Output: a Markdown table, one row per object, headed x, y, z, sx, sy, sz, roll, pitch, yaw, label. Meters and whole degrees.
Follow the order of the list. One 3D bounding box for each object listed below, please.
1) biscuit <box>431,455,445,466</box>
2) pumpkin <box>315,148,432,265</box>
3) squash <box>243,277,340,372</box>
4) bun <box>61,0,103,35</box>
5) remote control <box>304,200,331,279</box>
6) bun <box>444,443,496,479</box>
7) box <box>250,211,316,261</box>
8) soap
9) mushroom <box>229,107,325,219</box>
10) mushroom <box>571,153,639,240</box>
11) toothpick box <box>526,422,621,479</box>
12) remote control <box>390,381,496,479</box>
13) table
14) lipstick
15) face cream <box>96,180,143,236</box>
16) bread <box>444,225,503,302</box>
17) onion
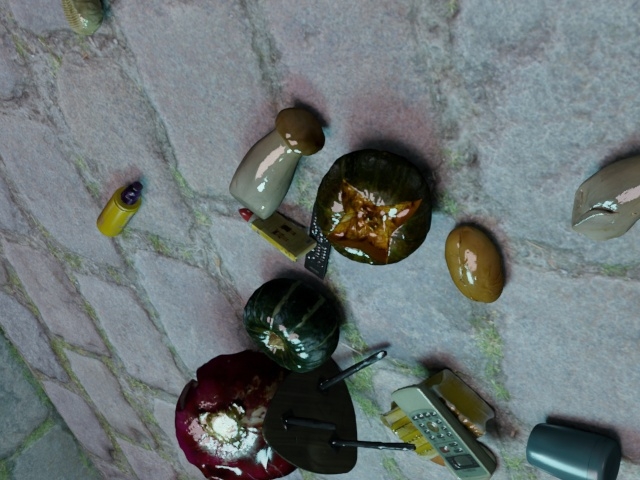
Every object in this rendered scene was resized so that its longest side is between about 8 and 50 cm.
| x | y | z | sx | sy | sz | roll | pitch | yaw | label |
| --- | --- | --- | --- | --- | --- | --- | --- | --- | --- |
| 0.302 | 0.564 | 2.140 | 0.130 | 0.019 | 0.102 | 27 | 143 | 17 | biscuit |
| 0.103 | -0.067 | 1.546 | 0.238 | 0.159 | 0.238 | 8 | 121 | 14 | pumpkin |
| -0.074 | 0.209 | 1.983 | 0.252 | 0.165 | 0.252 | 23 | 141 | 19 | squash |
| -0.512 | -0.503 | 1.723 | 0.115 | 0.069 | 0.115 | 38 | 142 | 38 | bun |
| 0.000 | 0.000 | 1.822 | 0.063 | 0.025 | 0.245 | 31 | 143 | 15 | remote control |
| 0.373 | 0.578 | 2.031 | 0.138 | 0.094 | 0.138 | 23 | 142 | 19 | bun |
| -0.086 | -0.013 | 1.824 | 0.149 | 0.073 | 0.020 | 37 | 144 | 24 | box |
| 0.281 | 0.435 | 1.966 | 0.173 | 0.089 | 0.274 | 44 | 143 | 1 | soap |
| -0.105 | -0.151 | 1.684 | 0.128 | 0.128 | 0.350 | 42 | 139 | -2 | mushroom |
| 0.487 | -0.078 | 1.251 | 0.247 | 0.096 | 0.108 | -41 | 71 | 50 | mushroom |
| 0.548 | 0.469 | 1.739 | 0.184 | 0.120 | 0.120 | 11 | 134 | 39 | toothpick box |
| 0.285 | 0.450 | 1.875 | 0.285 | 0.038 | 0.123 | 50 | 143 | -8 | remote control |
| 0.063 | 0.410 | 1.978 | 0.249 | 0.317 | 0.317 | -22 | 112 | 47 | table |
| -0.119 | -0.025 | 1.881 | 0.186 | 0.057 | 0.063 | 36 | 172 | 15 | lipstick |
| -0.536 | -0.093 | 2.160 | 0.078 | 0.078 | 0.273 | 45 | 143 | -6 | face cream |
| 0.302 | 0.056 | 1.571 | 0.114 | 0.077 | 0.189 | 2 | 126 | 35 | bread |
| -0.198 | 0.460 | 2.216 | 0.398 | 0.420 | 0.398 | -1 | 104 | -2 | onion |
